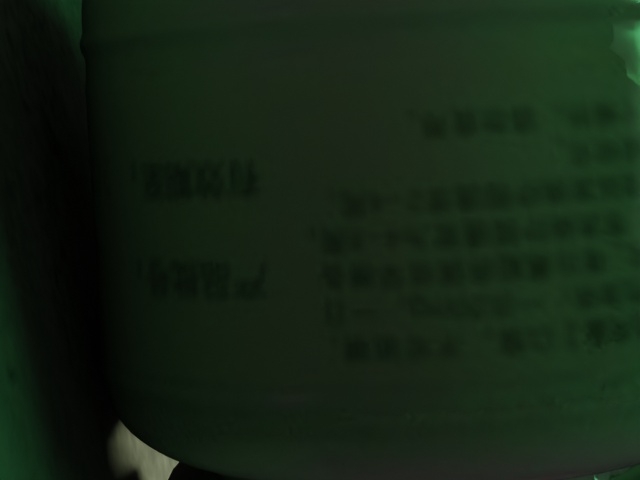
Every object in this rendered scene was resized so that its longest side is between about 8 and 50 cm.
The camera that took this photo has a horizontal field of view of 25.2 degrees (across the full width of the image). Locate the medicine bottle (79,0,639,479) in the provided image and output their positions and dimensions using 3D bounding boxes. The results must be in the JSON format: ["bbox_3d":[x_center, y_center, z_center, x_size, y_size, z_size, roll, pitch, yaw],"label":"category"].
[{"bbox_3d":[0.040,0.032,0.530,0.241,0.241,0.301,-64,151,-84],"label":"medicine bottle"}]
